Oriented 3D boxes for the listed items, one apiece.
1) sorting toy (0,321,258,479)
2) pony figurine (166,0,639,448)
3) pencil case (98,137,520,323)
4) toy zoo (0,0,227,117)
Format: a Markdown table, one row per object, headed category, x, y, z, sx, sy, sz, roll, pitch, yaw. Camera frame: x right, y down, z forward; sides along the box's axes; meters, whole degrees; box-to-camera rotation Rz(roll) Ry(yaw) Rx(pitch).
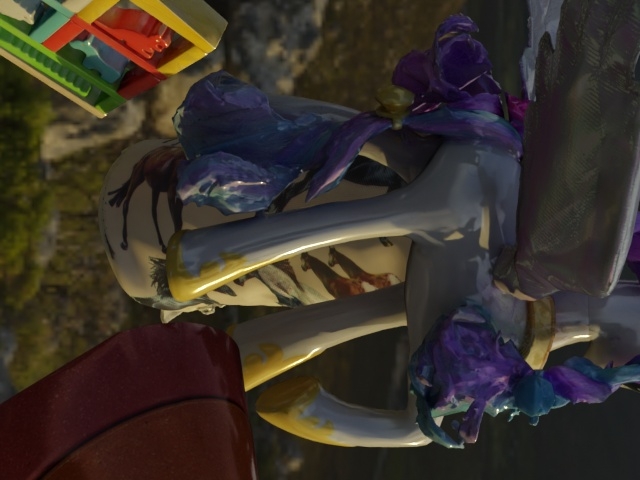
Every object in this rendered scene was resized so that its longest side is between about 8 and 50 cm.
| category | x | y | z | sx | sy | sz | roll | pitch | yaw |
| --- | --- | --- | --- | --- | --- | --- | --- | --- | --- |
| sorting toy | -0.046 | 0.181 | 0.532 | 0.126 | 0.127 | 0.365 | 52 | -19 | 30 |
| pony figurine | 0.094 | -0.021 | 0.767 | 0.303 | 0.363 | 0.351 | -69 | 155 | -61 |
| pencil case | 0.000 | 0.000 | 1.142 | 0.160 | 0.410 | 0.183 | -51 | 134 | -41 |
| toy zoo | -0.203 | -0.196 | 1.056 | 0.192 | 0.293 | 0.030 | 33 | 67 | -24 |
